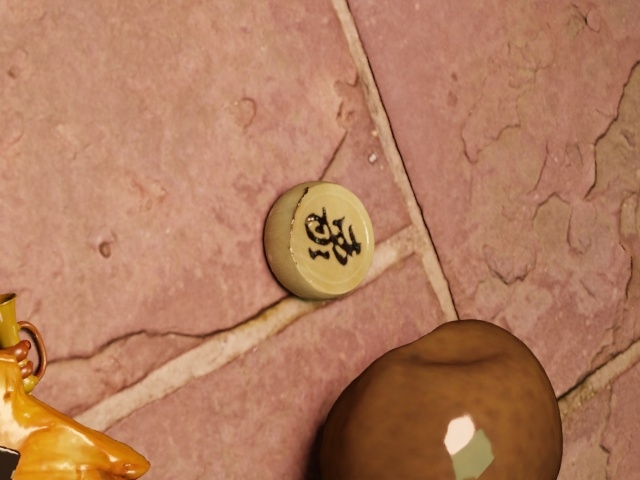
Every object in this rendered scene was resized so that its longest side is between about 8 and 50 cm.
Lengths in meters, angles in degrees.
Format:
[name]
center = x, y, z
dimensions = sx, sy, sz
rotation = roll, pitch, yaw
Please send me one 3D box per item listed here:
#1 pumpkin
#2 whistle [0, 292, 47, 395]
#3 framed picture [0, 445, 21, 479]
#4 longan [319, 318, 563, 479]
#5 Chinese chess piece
[pumpkin]
center = -0.343, 0.235, 1.569
dimensions = 0.290, 0.095, 0.258
rotation = 45, 64, -24
[whistle]
center = -0.316, 0.107, 1.653
dimensions = 0.046, 0.057, 0.109
rotation = -16, 110, 4
[framed picture]
center = -0.458, 0.263, 1.434
dimensions = 0.323, 0.013, 0.244
rotation = 20, 94, -29
[longan]
center = 0.149, 0.244, 1.874
dimensions = 0.350, 0.288, 0.288
rotation = -40, 111, -45
[Chinese chess piece]
center = 0.000, 0.000, 1.913
dimensions = 0.144, 0.058, 0.144
rotation = 6, 81, -39
